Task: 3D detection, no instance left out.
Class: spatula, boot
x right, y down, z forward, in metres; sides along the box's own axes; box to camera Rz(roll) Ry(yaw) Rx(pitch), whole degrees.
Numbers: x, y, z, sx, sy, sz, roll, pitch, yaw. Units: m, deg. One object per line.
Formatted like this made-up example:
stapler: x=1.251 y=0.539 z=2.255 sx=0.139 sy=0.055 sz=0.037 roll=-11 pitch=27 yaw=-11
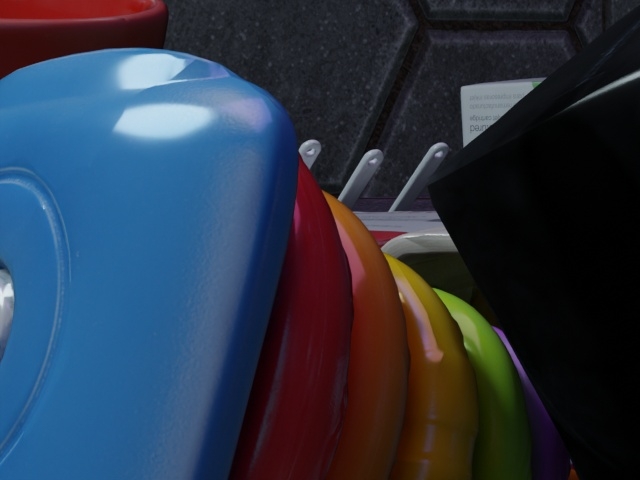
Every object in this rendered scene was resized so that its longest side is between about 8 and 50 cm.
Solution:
spatula: x=0.000 y=0.000 z=1.197 sx=0.168 sy=0.019 sz=0.242 roll=1 pitch=-38 yaw=-29
boot: x=0.256 y=0.029 z=0.551 sx=0.146 sy=0.367 sz=0.445 roll=-47 pitch=-4 yaw=29

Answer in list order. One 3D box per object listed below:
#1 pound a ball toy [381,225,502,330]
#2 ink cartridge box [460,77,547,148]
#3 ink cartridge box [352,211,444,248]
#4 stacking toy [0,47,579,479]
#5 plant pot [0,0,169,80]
pound a ball toy: x=0.132 y=0.004 z=0.849 sx=0.135 sy=0.208 sz=0.319 roll=-4 pitch=4 yaw=27
ink cartridge box: x=0.195 y=-0.019 z=1.084 sx=0.093 sy=0.212 sz=0.154 roll=-10 pitch=10 yaw=-40
ink cartridge box: x=0.006 y=0.042 z=0.993 sx=0.197 sy=0.114 sz=0.273 roll=0 pitch=5 yaw=26
stacking toy: x=0.016 y=0.071 z=0.453 sx=0.301 sy=0.166 sz=0.175 roll=24 pitch=-16 yaw=-38
plant pot: x=-0.214 y=-0.003 z=0.651 sx=0.274 sy=0.243 sz=0.275 roll=7 pitch=14 yaw=-2
